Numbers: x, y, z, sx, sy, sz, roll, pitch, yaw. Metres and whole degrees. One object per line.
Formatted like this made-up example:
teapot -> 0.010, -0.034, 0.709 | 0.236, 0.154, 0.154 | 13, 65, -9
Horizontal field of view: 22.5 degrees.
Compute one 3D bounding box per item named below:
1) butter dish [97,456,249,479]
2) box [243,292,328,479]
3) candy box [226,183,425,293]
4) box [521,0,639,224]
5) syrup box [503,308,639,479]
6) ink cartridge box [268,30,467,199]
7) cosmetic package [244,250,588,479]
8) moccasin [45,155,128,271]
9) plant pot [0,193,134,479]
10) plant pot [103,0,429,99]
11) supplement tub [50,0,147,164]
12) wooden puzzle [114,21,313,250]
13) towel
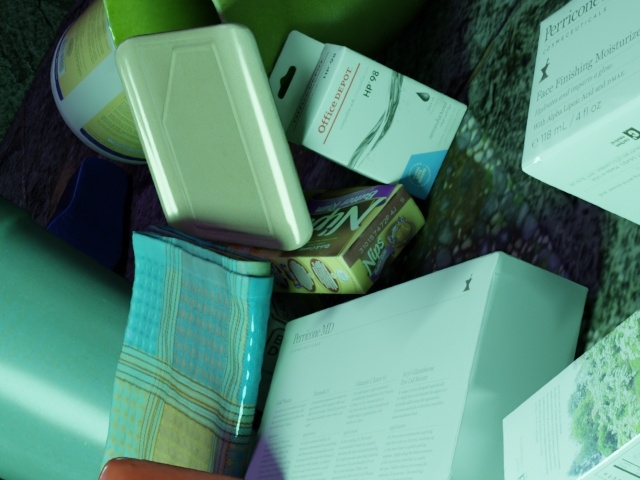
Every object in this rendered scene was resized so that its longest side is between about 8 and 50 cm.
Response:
butter dish -> -0.124, 0.281, 1.369 | 0.118, 0.160, 0.160 | 102, 180, -68
box -> -0.093, 0.177, 1.686 | 0.290, 0.087, 0.169 | -61, 22, 15
candy box -> 0.000, 0.000, 1.576 | 0.187, 0.053, 0.109 | -2, 38, 50
box -> 0.254, -0.092, 1.015 | 0.181, 0.182, 0.119 | -34, 40, 55
syrup box -> 0.220, 0.110, 1.010 | 0.237, 0.096, 0.093 | -48, 27, 40
ink cartridge box -> 0.038, -0.121, 1.551 | 0.104, 0.180, 0.060 | -66, 22, 2
cosmetic package -> 0.053, 0.184, 1.325 | 0.377, 0.097, 0.284 | -22, 51, 61
moccasin -> -0.364, 0.010, 2.468 | 0.117, 0.138, 0.342 | -57, 9, 34
plant pot -> -0.339, 0.139, 1.878 | 0.341, 0.334, 0.341 | -63, -2, -4
plant pot -> -0.035, -0.253, 1.688 | 0.275, 0.293, 0.274 | 42, 145, 39
supplement tub -> -0.202, -0.257, 2.164 | 0.331, 0.241, 0.241 | -28, 44, 57
wooden puzzle -> -0.102, -0.102, 1.568 | 0.239, 0.044, 0.221 | 3, 114, 56
towel -> -0.145, 0.180, 1.574 | 0.271, 0.040, 0.370 | 15, 97, 58
